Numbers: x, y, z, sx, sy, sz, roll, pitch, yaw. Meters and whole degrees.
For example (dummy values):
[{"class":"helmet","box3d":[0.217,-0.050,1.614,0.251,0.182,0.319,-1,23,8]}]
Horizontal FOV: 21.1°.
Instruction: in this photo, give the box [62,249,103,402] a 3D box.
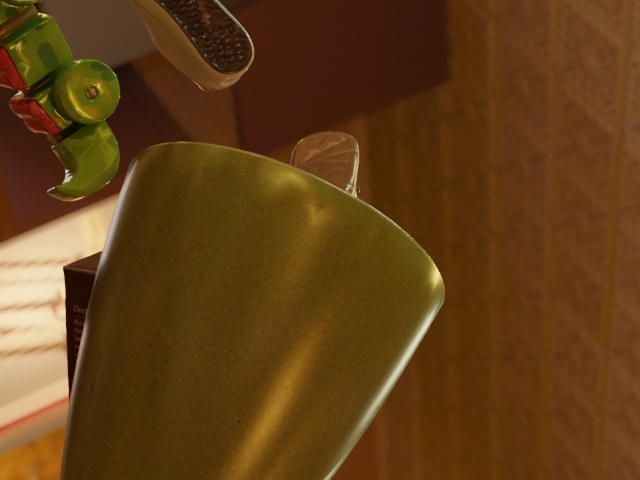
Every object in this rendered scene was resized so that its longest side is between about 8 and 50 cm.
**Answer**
[{"class":"box","box3d":[-0.141,0.112,1.724,0.167,0.168,0.203,8,-73,28]}]

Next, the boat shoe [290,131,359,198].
[{"class":"boat shoe","box3d":[0.000,0.000,1.892,0.285,0.102,0.092,-82,163,-45]}]

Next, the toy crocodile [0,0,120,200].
[{"class":"toy crocodile","box3d":[-0.298,-0.198,1.715,0.115,0.105,0.341,10,-49,57]}]

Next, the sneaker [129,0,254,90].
[{"class":"sneaker","box3d":[-0.200,-0.301,2.098,0.290,0.106,0.123,57,-23,1]}]

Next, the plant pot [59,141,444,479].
[{"class":"plant pot","box3d":[-0.084,0.121,1.332,0.274,0.294,0.275,21,-22,9]}]
